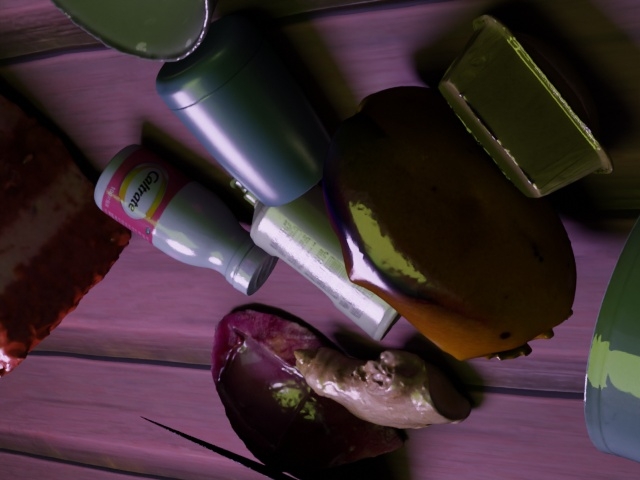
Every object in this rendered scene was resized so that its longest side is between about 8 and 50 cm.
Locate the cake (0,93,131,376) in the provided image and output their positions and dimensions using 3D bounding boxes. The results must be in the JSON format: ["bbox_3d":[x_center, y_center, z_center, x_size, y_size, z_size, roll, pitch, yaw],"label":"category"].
[{"bbox_3d":[-0.443,-0.012,2.237,0.319,0.270,0.269,48,149,-11],"label":"cake"}]

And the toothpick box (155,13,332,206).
[{"bbox_3d":[-0.070,-0.126,1.820,0.120,0.120,0.184,-7,128,52],"label":"toothpick box"}]

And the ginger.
[{"bbox_3d":[0.070,0.175,2.084,0.213,0.074,0.137,-2,137,41],"label":"ginger"}]

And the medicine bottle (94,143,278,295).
[{"bbox_3d":[-0.152,-0.022,2.071,0.216,0.090,0.090,33,148,14],"label":"medicine bottle"}]

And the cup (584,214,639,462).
[{"bbox_3d":[0.420,0.069,1.434,0.311,0.331,0.257,20,177,29],"label":"cup"}]

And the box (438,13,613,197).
[{"bbox_3d":[0.183,-0.118,1.572,0.177,0.111,0.111,50,149,-5],"label":"box"}]

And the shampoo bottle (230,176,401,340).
[{"bbox_3d":[0.000,0.000,1.929,0.234,0.087,0.118,39,155,6],"label":"shampoo bottle"}]

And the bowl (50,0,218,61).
[{"bbox_3d":[-0.176,-0.340,1.619,0.337,0.157,0.337,35,152,22],"label":"bowl"}]

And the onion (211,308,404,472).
[{"bbox_3d":[-0.052,0.206,2.233,0.247,0.111,0.250,50,150,-17],"label":"onion"}]

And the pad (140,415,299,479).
[{"bbox_3d":[-0.037,0.331,2.247,0.315,0.063,0.375,19,173,33],"label":"pad"}]

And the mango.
[{"bbox_3d":[0.119,-0.013,1.662,0.287,0.201,0.152,43,174,-8],"label":"mango"}]
